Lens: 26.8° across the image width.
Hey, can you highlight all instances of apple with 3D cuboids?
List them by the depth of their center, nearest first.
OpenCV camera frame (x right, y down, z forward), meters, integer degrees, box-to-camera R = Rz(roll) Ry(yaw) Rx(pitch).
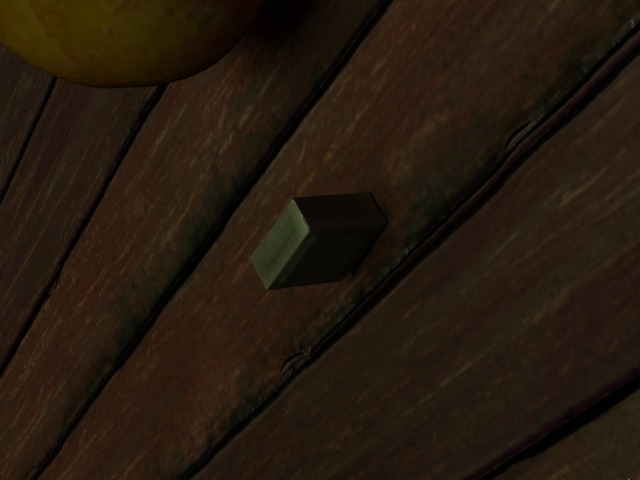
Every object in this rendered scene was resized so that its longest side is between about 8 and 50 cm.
[{"bbox_3d":[-0.161,-0.274,1.064,0.299,0.299,0.275,47,167,42],"label":"apple"}]

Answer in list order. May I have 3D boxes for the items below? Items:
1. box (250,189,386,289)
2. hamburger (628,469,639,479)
[{"bbox_3d":[0.000,0.000,1.055,0.079,0.083,0.035,-53,55,40],"label":"box"},{"bbox_3d":[0.235,0.228,0.688,0.286,0.146,0.243,32,131,43],"label":"hamburger"}]
